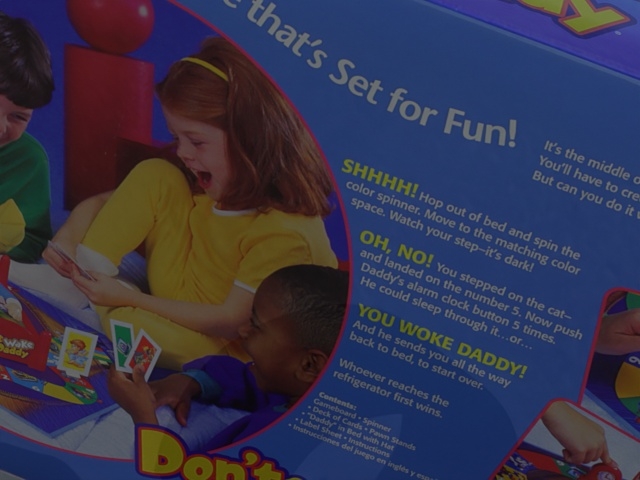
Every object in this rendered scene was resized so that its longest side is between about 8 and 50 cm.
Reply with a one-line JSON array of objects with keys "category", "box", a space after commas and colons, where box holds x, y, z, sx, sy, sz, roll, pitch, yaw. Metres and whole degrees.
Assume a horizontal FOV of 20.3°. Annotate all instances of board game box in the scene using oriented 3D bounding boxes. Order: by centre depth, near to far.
[{"category": "board game box", "box": [0.000, 0.000, 0.579, 0.347, 0.233, 0.078, 21, 35, 4]}]
